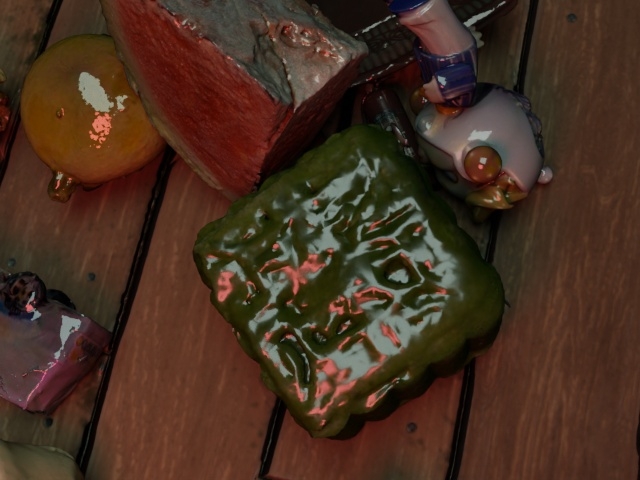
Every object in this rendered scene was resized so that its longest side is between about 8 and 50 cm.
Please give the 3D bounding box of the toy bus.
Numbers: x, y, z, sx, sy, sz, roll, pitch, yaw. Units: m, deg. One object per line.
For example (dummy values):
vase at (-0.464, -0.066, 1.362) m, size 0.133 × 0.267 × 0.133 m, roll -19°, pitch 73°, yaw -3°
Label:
toy bus at (-0.388, 0.071, 1.226) m, size 0.317 × 0.112 × 0.138 m, roll 25°, pitch 78°, yaw 15°

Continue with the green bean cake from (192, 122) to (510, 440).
green bean cake at (0.031, 0.044, 1.140) m, size 0.247 × 0.156 × 0.250 m, roll -34°, pitch 72°, yaw 0°

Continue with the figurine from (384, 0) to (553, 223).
figurine at (0.145, -0.152, 1.199) m, size 0.133 × 0.194 × 0.274 m, roll -28°, pitch 100°, yaw -1°

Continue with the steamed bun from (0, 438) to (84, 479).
steamed bun at (-0.351, 0.326, 1.075) m, size 0.289 × 0.203 × 0.276 m, roll -22°, pitch 69°, yaw -4°

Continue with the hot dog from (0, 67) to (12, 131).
hot dog at (-0.453, -0.158, 1.324) m, size 0.213 × 0.103 × 0.146 m, roll 13°, pitch 92°, yaw 19°

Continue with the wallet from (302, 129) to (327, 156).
wallet at (0.000, 0.000, 1.256) m, size 0.137 × 0.031 × 0.255 m, roll -29°, pitch 69°, yaw -5°

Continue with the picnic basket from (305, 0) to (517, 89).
picnic basket at (0.065, -0.304, 1.279) m, size 0.297 × 0.129 × 0.222 m, roll -27°, pitch 105°, yaw 2°

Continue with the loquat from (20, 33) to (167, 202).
loquat at (-0.249, -0.135, 1.267) m, size 0.172 × 0.149 × 0.204 m, roll 20°, pitch 85°, yaw 7°

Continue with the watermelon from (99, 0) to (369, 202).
watermelon at (-0.090, -0.165, 1.144) m, size 0.232 × 0.310 × 0.193 m, roll -7°, pitch 22°, yaw 35°

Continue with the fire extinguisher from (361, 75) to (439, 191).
fire extinguisher at (0.083, -0.119, 1.286) m, size 0.064 × 0.043 × 0.158 m, roll -39°, pitch 64°, yaw 35°
